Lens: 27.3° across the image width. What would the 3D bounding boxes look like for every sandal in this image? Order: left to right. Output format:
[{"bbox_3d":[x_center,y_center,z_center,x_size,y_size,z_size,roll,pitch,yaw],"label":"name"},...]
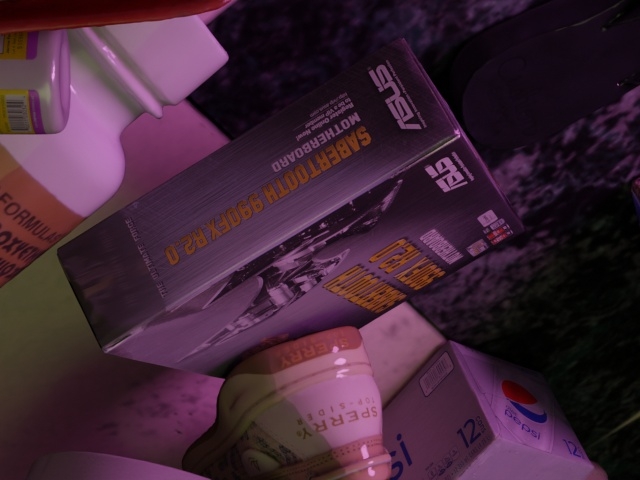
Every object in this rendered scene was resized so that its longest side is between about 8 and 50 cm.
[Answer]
[{"bbox_3d":[0.192,-0.119,0.705,0.254,0.054,0.097,-33,133,10],"label":"sandal"}]

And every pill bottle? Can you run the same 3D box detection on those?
[{"bbox_3d":[-0.136,-0.061,0.488,0.083,0.043,0.043,0,131,-4],"label":"pill bottle"},{"bbox_3d":[-0.160,-0.047,0.577,0.229,0.131,0.131,-39,133,1],"label":"pill bottle"}]

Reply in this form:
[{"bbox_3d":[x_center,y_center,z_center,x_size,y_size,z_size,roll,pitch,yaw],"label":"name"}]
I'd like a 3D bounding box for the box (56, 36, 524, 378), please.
[{"bbox_3d":[0.000,0.000,0.667,0.183,0.056,0.231,-32,163,7],"label":"box"}]

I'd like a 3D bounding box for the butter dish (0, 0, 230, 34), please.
[{"bbox_3d":[-0.113,-0.162,0.465,0.160,0.160,0.118,-7,152,-15],"label":"butter dish"}]

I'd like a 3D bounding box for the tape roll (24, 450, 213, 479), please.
[{"bbox_3d":[-0.085,0.248,0.754,0.246,0.169,0.246,17,154,8],"label":"tape roll"}]

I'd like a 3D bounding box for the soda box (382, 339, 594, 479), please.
[{"bbox_3d":[0.050,0.204,0.917,0.098,0.091,0.286,21,120,-34],"label":"soda box"}]

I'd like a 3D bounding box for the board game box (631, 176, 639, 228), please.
[{"bbox_3d":[0.375,0.021,0.841,0.291,0.141,0.232,-25,134,2],"label":"board game box"}]

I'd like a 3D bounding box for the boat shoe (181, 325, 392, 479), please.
[{"bbox_3d":[-0.019,0.142,0.782,0.104,0.089,0.285,-19,159,-13],"label":"boat shoe"}]

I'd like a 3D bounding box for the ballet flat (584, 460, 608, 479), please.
[{"bbox_3d":[0.156,0.223,0.974,0.086,0.086,0.248,-5,154,-17],"label":"ballet flat"}]
